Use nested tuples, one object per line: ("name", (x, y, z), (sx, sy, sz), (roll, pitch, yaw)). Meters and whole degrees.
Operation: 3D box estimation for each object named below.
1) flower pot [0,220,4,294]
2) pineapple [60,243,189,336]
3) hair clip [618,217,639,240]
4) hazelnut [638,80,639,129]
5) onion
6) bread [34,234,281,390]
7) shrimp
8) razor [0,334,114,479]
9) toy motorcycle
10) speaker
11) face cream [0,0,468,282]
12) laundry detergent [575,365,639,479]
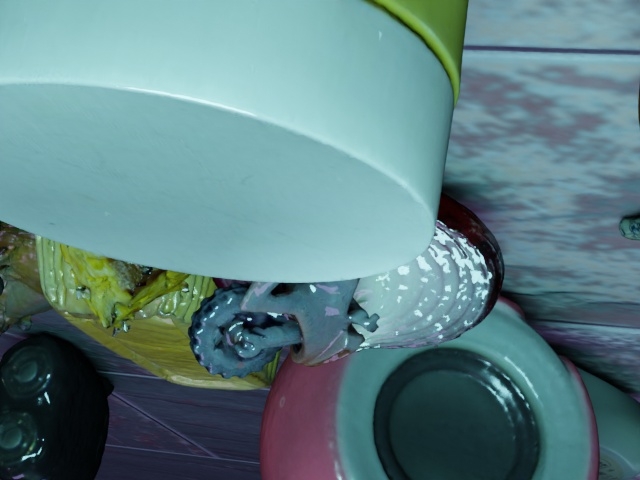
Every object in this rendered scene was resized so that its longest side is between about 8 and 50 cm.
("flower pot", (-0.313, -0.023, 1.084), (0.157, 0.107, 0.157), (10, 160, 4))
("pineapple", (-0.126, -0.045, 0.893), (0.135, 0.079, 0.233), (45, 144, 11))
("hair clip", (0.276, -0.019, 0.904), (0.066, 0.036, 0.229), (26, 157, -25))
("hazelnut", (0.235, -0.047, 0.631), (0.182, 0.182, 0.182), (9, 162, 3))
("onion", (0.032, -0.004, 0.988), (0.206, 0.151, 0.098), (16, -162, 7))
("bread", (-0.127, 0.045, 1.175), (0.152, 0.119, 0.288), (1, 162, 17))
("shrimp", (-0.298, 0.031, 1.318), (0.117, 0.066, 0.262), (34, 139, -23))
("razor", (-0.336, 0.236, 1.771), (0.107, 0.189, 0.327), (9, 165, 4))
("toy motorcycle", (0.000, 0.000, 0.885), (0.118, 0.212, 0.084), (17, -160, -30))
("speaker", (0.087, 0.174, 1.186), (0.294, 0.294, 0.294), (9, 162, 3))
("face cream", (-0.047, -0.100, 0.583), (0.218, 0.179, 0.218), (9, 162, 3))
("laundry detergent", (0.196, 0.176, 1.433), (0.215, 0.105, 0.280), (-4, 159, 42))
